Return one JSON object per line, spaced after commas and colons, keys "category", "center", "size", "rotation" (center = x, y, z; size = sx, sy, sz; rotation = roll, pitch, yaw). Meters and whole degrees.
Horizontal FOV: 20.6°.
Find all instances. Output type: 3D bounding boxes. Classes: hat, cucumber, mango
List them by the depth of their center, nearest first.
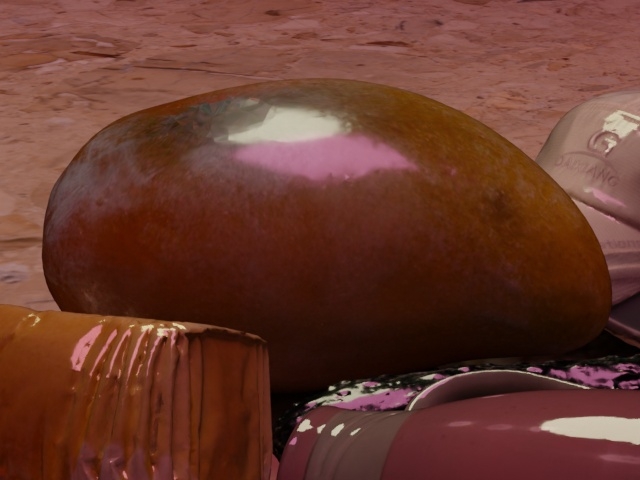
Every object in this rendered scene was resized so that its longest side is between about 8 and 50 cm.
{"category": "cucumber", "center": [0.117, 0.107, 1.046], "size": [0.303, 0.072, 0.081], "rotation": [-2, 5, -10]}
{"category": "mango", "center": [0.000, 0.000, 1.152], "size": [0.384, 0.199, 0.221], "rotation": [8, 37, 12]}
{"category": "hat", "center": [0.210, -0.024, 1.314], "size": [0.275, 0.161, 0.232], "rotation": [-18, 23, -32]}

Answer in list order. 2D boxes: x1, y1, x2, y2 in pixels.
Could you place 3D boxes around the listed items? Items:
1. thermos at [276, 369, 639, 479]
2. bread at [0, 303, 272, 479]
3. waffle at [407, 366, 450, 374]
{"category": "thermos", "center": [0.111, 0.132, 0.882], "size": [0.265, 0.146, 0.176], "rotation": [5, 33, 33]}
{"category": "bread", "center": [-0.166, 0.091, 0.953], "size": [0.288, 0.119, 0.152], "rotation": [4, -8, 27]}
{"category": "waffle", "center": [0.072, 0.100, 1.155], "size": [0.078, 0.016, 0.085], "rotation": [-1, 20, -17]}
